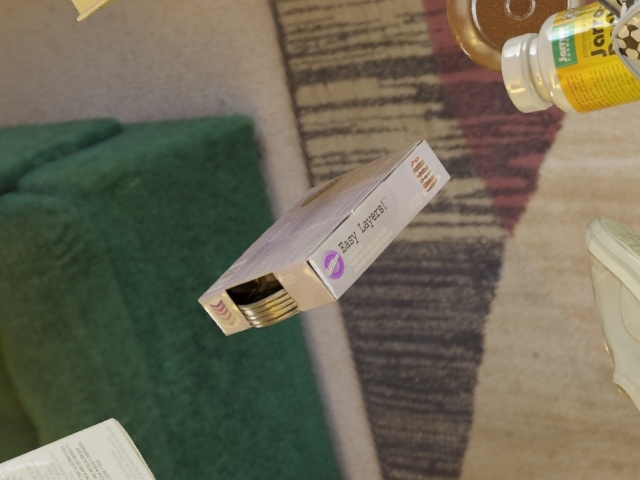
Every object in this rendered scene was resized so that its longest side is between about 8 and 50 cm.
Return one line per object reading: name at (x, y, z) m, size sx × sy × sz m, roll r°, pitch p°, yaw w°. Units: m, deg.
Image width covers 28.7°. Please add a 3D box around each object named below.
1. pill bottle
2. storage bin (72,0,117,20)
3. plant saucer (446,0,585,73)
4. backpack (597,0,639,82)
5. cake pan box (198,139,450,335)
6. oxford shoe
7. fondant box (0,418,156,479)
pill bottle at (0.310, -0.203, 1.368) m, size 0.208 × 0.117 × 0.118 m, roll -10°, pitch 104°, yaw 33°
storage bin at (-0.174, -0.407, 1.530) m, size 0.260 × 0.262 × 0.123 m, roll -22°, pitch 100°, yaw 46°
plant saucer at (0.279, -0.333, 1.772) m, size 0.198 × 0.036 × 0.199 m, roll 0°, pitch 102°, yaw 1°
backpack at (0.330, -0.162, 0.793) m, size 0.263 × 0.213 × 0.276 m, roll 33°, pitch 149°, yaw -21°
cake pan box at (0.000, 0.000, 1.533) m, size 0.070 × 0.267 × 0.245 m, roll 52°, pitch 142°, yaw -11°
oxford shoe at (0.333, 0.088, 1.234) m, size 0.169 × 0.449 × 0.130 m, roll 24°, pitch 107°, yaw -9°
fondant box at (-0.301, 0.317, 1.070) m, size 0.096 × 0.330 × 0.238 m, roll 48°, pitch 146°, yaw 38°
